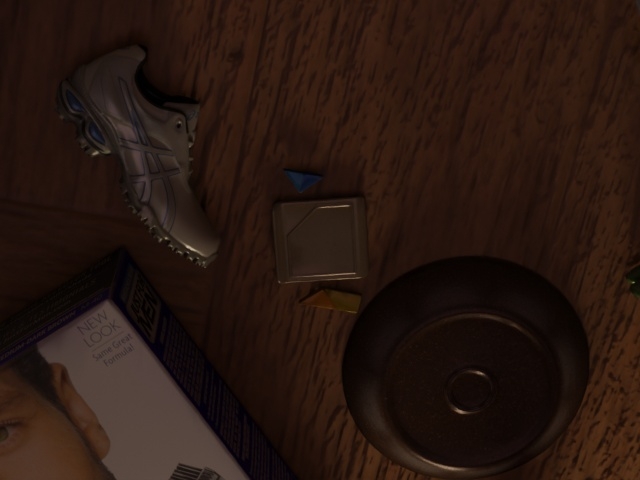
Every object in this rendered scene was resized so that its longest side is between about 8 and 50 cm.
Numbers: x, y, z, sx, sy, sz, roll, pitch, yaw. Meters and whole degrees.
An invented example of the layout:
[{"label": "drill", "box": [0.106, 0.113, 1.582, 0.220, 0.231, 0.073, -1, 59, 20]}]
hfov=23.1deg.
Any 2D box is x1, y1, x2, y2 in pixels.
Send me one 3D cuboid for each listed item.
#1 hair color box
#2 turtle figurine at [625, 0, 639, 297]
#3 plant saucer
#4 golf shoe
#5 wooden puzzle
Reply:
[{"label": "hair color box", "box": [-0.135, 0.197, 1.221, 0.185, 0.110, 0.339, -32, 108, 11]}, {"label": "turtle figurine", "box": [0.285, -0.055, 1.092, 0.198, 0.274, 0.266, 28, 117, 24]}, {"label": "plant saucer", "box": [0.117, 0.111, 1.233, 0.198, 0.036, 0.199, -1, 113, -2]}, {"label": "golf shoe", "box": [-0.113, -0.062, 1.142, 0.086, 0.069, 0.176, -34, 110, 5]}, {"label": "wooden puzzle", "box": [0.000, 0.000, 1.197, 0.078, 0.014, 0.116, 1, 112, -7]}]
